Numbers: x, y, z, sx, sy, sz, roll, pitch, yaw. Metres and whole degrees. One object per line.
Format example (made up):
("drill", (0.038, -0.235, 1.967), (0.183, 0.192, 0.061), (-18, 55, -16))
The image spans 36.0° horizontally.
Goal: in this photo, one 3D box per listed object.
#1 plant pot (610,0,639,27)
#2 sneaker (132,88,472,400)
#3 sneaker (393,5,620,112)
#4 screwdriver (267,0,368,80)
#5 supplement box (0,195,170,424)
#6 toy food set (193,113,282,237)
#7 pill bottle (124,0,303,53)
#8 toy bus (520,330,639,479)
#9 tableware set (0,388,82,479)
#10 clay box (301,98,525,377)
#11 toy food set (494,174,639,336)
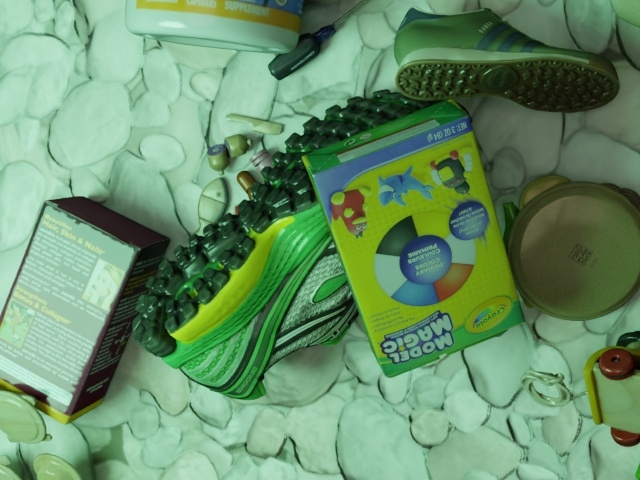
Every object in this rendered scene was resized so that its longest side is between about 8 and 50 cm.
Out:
("plant pot", (0.295, -0.246, 0.700), (0.191, 0.284, 0.284), (-11, 93, 22))
("sneaker", (0.000, 0.000, 0.876), (0.343, 0.134, 0.146), (-42, 122, 6))
("sneaker", (0.155, -0.164, 0.837), (0.192, 0.064, 0.086), (2, 56, -8))
("screwdriver", (0.024, -0.200, 0.891), (0.170, 0.024, 0.025), (-33, 117, 7))
("supplement box", (-0.234, 0.063, 0.938), (0.104, 0.081, 0.188), (26, 101, 9))
("toy food set", (-0.075, -0.054, 0.923), (0.078, 0.019, 0.122), (13, 98, 11))
("pill bottle", (-0.079, -0.303, 0.834), (0.152, 0.152, 0.271), (8, 98, 12))
("toy bus", (0.305, 0.112, 0.809), (0.202, 0.104, 0.191), (39, 144, -2))
("tableware set", (-0.302, 0.202, 0.961), (0.141, 0.020, 0.168), (-4, 121, 28))
("clay box", (0.082, 0.013, 0.790), (0.128, 0.053, 0.222), (-22, 115, -2))
("toy food set", (0.223, 0.004, 0.858), (0.192, 0.038, 0.132), (-15, 99, 8))
